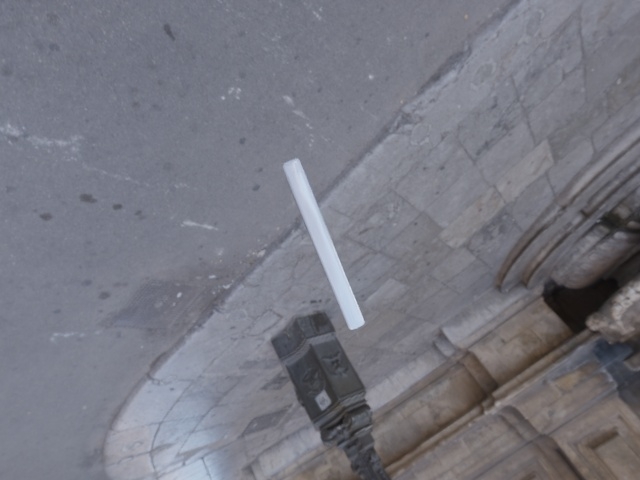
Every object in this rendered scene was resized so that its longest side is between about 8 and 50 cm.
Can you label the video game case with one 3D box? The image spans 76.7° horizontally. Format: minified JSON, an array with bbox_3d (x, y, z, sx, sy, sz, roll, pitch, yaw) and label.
[{"bbox_3d":[0.000,0.000,0.535,0.023,0.202,0.183,-23,-176,-2],"label":"video game case"}]
